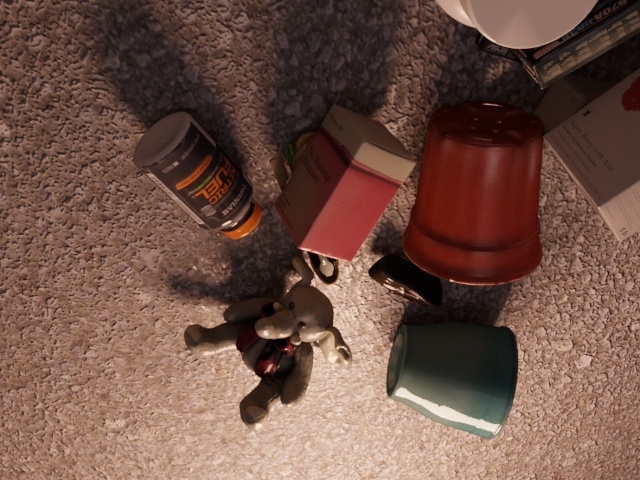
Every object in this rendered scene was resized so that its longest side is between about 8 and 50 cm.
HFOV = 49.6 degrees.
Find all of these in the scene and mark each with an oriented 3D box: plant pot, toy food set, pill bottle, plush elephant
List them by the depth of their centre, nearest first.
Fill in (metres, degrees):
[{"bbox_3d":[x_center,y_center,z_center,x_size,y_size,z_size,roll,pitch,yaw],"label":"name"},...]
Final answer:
[{"bbox_3d":[0.222,-0.412,0.926,0.210,0.362,0.210,-6,132,-7],"label":"pill bottle"},{"bbox_3d":[-0.210,-0.106,1.257,0.130,0.130,0.245,-30,130,14],"label":"pill bottle"},{"bbox_3d":[0.294,-0.102,1.295,0.273,0.272,0.265,-6,123,-7],"label":"plant pot"},{"bbox_3d":[-0.001,-0.158,1.324,0.192,0.038,0.132,-24,137,-5],"label":"toy food set"},{"bbox_3d":[-0.075,0.195,1.467,0.330,0.271,0.255,-20,153,-33],"label":"plush elephant"},{"bbox_3d":[0.298,0.314,1.653,0.255,0.271,0.271,12,128,-4],"label":"plant pot"}]

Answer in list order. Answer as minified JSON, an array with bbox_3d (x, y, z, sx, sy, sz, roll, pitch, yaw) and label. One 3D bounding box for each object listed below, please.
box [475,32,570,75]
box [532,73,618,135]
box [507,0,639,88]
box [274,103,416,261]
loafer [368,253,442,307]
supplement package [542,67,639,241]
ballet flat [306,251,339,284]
[{"bbox_3d":[0.393,-0.391,1.194,0.191,0.045,0.184,10,125,-18],"label":"box"},{"bbox_3d":[0.546,-0.229,1.303,0.275,0.094,0.113,4,133,-26],"label":"box"},{"bbox_3d":[0.406,-0.352,1.085,0.220,0.175,0.051,-31,128,14],"label":"box"},{"bbox_3d":[0.039,-0.101,1.254,0.127,0.148,0.232,16,117,-33],"label":"box"},{"bbox_3d":[0.192,0.091,1.559,0.220,0.080,0.078,32,150,-34],"label":"loafer"},{"bbox_3d":[0.562,-0.169,1.155,0.293,0.177,0.175,-37,144,17],"label":"supplement package"},{"bbox_3d":[0.000,0.000,1.430,0.080,0.073,0.232,-18,131,3],"label":"ballet flat"}]
